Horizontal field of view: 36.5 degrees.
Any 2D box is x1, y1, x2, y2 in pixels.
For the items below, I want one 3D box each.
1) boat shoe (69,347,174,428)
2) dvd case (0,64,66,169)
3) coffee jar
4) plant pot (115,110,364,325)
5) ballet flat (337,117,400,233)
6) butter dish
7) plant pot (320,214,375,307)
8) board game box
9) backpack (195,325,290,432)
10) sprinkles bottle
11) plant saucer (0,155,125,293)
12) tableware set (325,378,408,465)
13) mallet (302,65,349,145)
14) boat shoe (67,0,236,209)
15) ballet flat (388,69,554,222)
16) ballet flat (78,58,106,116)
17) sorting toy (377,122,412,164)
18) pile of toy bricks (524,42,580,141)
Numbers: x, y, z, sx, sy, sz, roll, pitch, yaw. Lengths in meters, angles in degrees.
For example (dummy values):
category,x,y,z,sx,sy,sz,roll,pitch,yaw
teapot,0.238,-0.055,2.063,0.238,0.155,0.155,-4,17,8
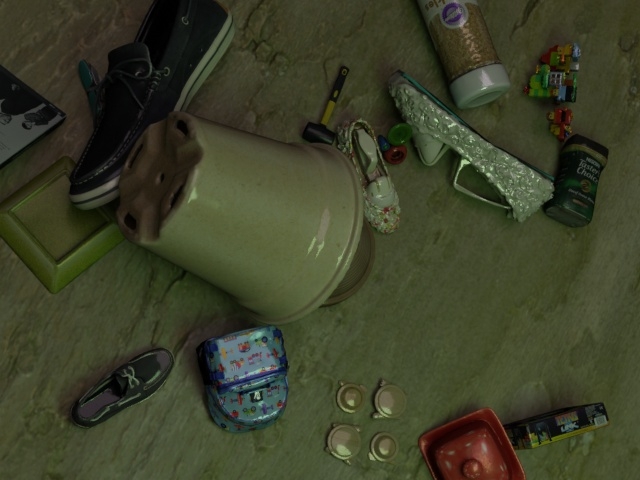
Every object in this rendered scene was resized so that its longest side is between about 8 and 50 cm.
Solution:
category,x,y,z,sx,sy,sz,roll,pitch,yaw
boat shoe,-0.334,0.251,1.664,0.206,0.065,0.075,-33,87,-22
dvd case,-0.571,-0.219,1.671,0.179,0.029,0.239,38,34,-4
coffee jar,0.535,-0.126,2.020,0.096,0.079,0.184,24,70,-10
plant pot,-0.152,-0.055,1.601,0.305,0.334,0.334,22,67,-40
ballet flat,0.096,-0.130,1.891,0.091,0.077,0.241,-21,83,-22
butter dish,0.274,0.406,1.760,0.160,0.118,0.160,-26,84,7
plant pot,0.000,0.000,1.810,0.237,0.110,0.237,5,73,-16
board game box,0.431,0.350,1.826,0.170,0.141,0.048,-11,81,-20
backpack,-0.127,0.246,1.702,0.158,0.117,0.173,-8,81,-18
sprinkles bottle,0.277,-0.453,2.010,0.121,0.121,0.355,-16,80,-20
plant saucer,-0.459,-0.036,1.715,0.188,0.045,0.188,-42,90,-22
tableware set,0.086,0.335,1.793,0.141,0.020,0.169,14,73,-11
mallet,0.029,-0.264,1.931,0.062,0.039,0.190,31,65,-5
boat shoe,-0.322,-0.269,1.731,0.156,0.187,0.500,46,58,-34
ballet flat,0.282,-0.175,1.937,0.409,0.147,0.147,35,69,-4
ballet flat,-0.417,-0.281,1.803,0.041,0.041,0.114,-15,81,-20
sorting toy,0.143,-0.198,1.923,0.061,0.102,0.042,-6,42,-15
pile of toy bricks,0.486,-0.324,2.058,0.105,0.118,0.212,5,81,18
